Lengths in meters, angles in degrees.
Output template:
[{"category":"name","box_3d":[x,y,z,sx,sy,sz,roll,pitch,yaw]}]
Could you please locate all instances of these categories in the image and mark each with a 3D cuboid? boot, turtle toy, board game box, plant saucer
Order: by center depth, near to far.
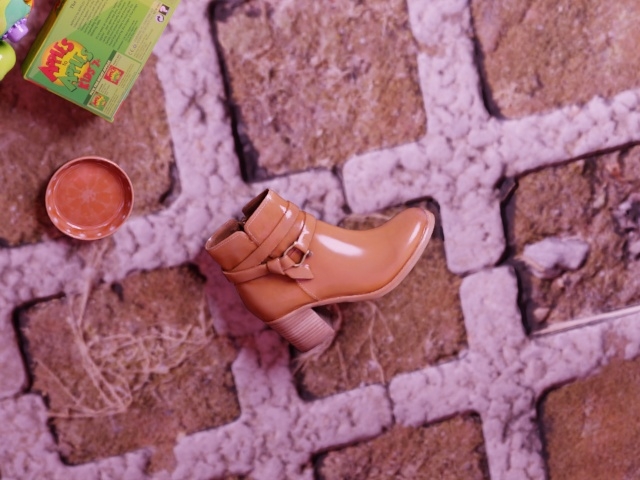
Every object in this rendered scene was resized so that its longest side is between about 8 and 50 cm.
[{"category":"turtle toy","box_3d":[-0.289,-0.200,1.554,0.066,0.095,0.130,5,112,-38]},{"category":"board game box","box_3d":[-0.186,-0.209,1.593,0.092,0.043,0.181,27,103,-21]},{"category":"plant saucer","box_3d":[-0.218,-0.041,1.669,0.083,0.013,0.084,-5,112,-12]},{"category":"boot","box_3d":[0.000,0.000,1.707,0.197,0.073,0.152,-42,110,2]}]
